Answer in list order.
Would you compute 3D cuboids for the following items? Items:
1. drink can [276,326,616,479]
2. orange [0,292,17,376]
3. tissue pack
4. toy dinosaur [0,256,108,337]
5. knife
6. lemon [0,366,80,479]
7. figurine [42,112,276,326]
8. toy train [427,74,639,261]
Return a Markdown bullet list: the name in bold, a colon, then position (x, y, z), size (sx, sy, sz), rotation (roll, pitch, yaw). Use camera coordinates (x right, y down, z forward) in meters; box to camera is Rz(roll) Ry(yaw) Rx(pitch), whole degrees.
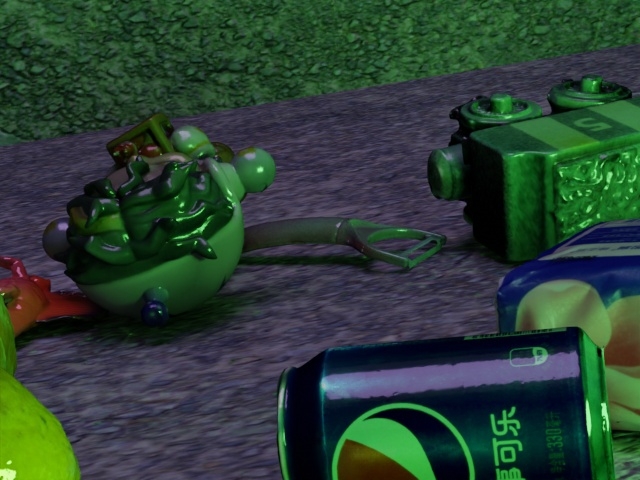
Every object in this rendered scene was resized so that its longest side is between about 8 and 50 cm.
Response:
- **drink can**: position (0.079, 0.118, 0.895), size (0.204, 0.118, 0.118), rotation (-6, 13, 12)
- **orange**: position (-0.387, 0.086, 1.036), size (0.329, 0.249, 0.329), rotation (-10, 20, 4)
- **tissue pack**: position (0.287, 0.059, 1.004), size (0.269, 0.137, 0.209), rotation (-3, 13, 35)
- **toy dinosaur**: position (-0.290, 0.080, 1.471), size (0.138, 0.070, 0.286), rotation (13, 12, -10)
- **knife**: position (-0.001, -0.002, 1.632), size (0.278, 0.053, 0.123), rotation (1, 10, 30)
- **lemon**: position (-0.247, 0.144, 0.816), size (0.256, 0.188, 0.188), rotation (10, 15, 5)
- **figurine**: position (-0.163, -0.035, 1.535), size (0.261, 0.186, 0.382), rotation (-36, 10, 14)
- **toy train**: position (0.279, -0.078, 1.575), size (0.299, 0.167, 0.238), rotation (-14, 24, -18)
